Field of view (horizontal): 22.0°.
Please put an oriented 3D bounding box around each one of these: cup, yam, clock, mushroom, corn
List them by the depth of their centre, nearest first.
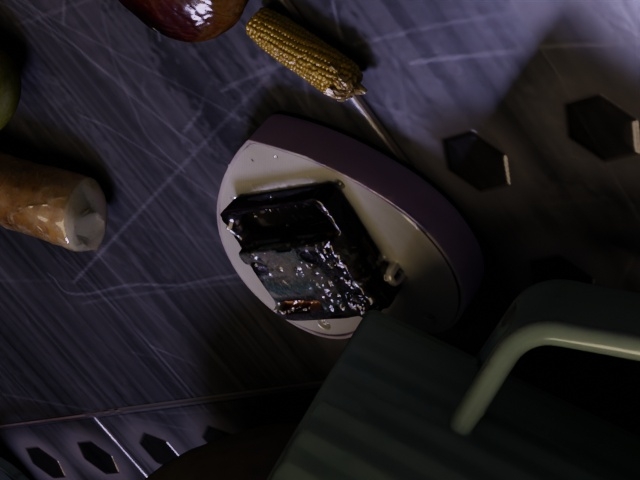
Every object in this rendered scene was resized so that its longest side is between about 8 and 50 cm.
[{"bbox_3d":[-0.095,-0.170,0.977,0.123,0.052,0.123,23,139,21],"label":"mushroom"},{"bbox_3d":[-0.008,-0.109,0.986,0.083,0.028,0.027,34,125,6],"label":"corn"},{"bbox_3d":[0.156,0.211,0.998,0.392,0.401,0.310,31,175,3],"label":"cup"},{"bbox_3d":[0.000,0.000,1.077,0.198,0.064,0.172,-7,127,45],"label":"clock"},{"bbox_3d":[-0.293,-0.063,1.274,0.300,0.066,0.066,23,143,22],"label":"yam"}]

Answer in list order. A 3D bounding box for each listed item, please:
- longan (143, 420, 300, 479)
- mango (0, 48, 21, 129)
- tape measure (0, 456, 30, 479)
[{"bbox_3d":[-0.041,0.294,1.283,0.288,0.288,0.350,32,154,10],"label":"longan"},{"bbox_3d":[-0.339,-0.132,1.196,0.267,0.111,0.133,17,129,21],"label":"mango"},{"bbox_3d":[-0.306,0.267,1.651,0.330,0.084,0.164,1,134,44],"label":"tape measure"}]
